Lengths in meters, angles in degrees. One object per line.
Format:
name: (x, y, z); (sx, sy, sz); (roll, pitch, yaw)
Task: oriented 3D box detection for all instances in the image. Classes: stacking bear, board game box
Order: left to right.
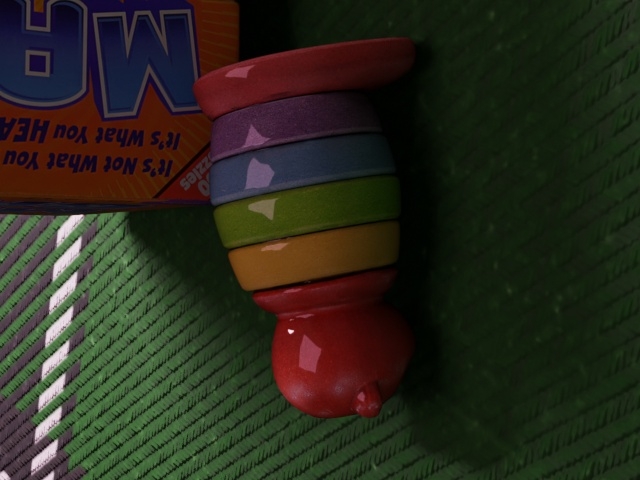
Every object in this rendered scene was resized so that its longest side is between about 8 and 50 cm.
board game box: (-0.311, -0.208, 1.304); (0.356, 0.356, 0.356); (-2, 87, 57)
stacking bear: (0.000, 0.000, 1.171); (0.175, 0.164, 0.289); (-13, 88, 52)
